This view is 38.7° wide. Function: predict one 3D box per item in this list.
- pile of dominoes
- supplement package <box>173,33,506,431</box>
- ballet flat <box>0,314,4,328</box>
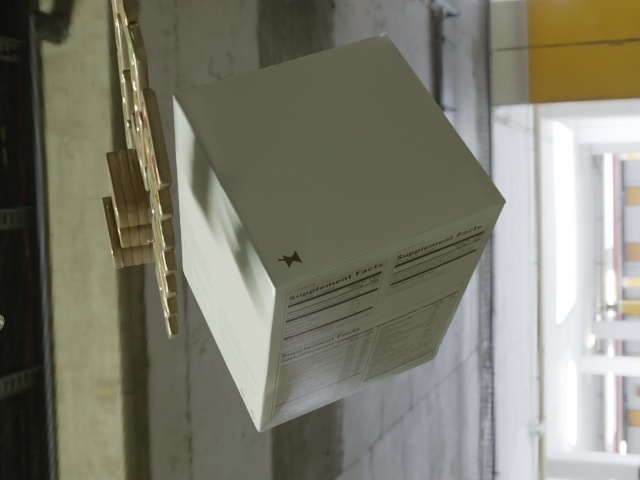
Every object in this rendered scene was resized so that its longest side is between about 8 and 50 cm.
[{"bbox_3d":[-0.140,-0.060,0.647,0.251,0.040,0.196,101,155,-57],"label":"pile of dominoes"},{"bbox_3d":[0.000,0.000,0.802,0.199,0.198,0.262,60,159,28],"label":"supplement package"},{"bbox_3d":[-0.342,0.133,0.498,0.147,0.409,0.147,61,-168,-23],"label":"ballet flat"}]
